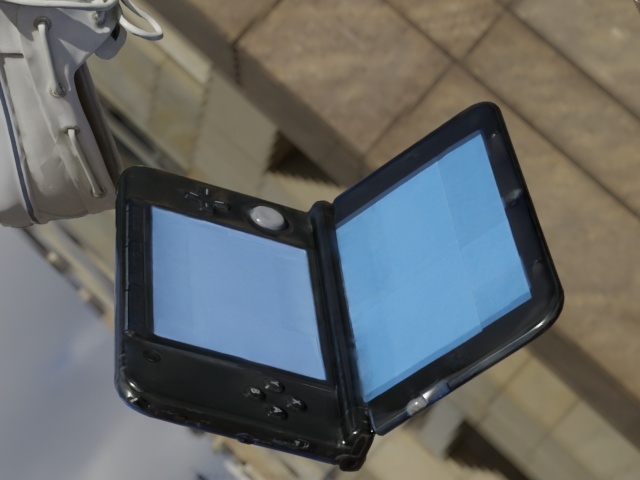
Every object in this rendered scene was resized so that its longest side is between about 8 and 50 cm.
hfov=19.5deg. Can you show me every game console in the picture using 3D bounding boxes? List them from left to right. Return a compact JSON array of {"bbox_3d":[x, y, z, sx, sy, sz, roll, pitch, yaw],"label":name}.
[{"bbox_3d":[0.000,0.000,1.293,0.293,0.250,0.173,-100,30,-57],"label":"game console"}]

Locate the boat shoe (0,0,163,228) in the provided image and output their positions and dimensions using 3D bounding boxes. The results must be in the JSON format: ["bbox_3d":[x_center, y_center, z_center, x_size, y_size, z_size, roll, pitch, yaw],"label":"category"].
[{"bbox_3d":[-0.199,-0.170,1.423,0.136,0.156,0.367,-91,-5,-58],"label":"boat shoe"}]

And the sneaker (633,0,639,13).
[{"bbox_3d":[0.224,-0.132,1.056,0.066,0.188,0.071,-17,-6,42],"label":"sneaker"}]
